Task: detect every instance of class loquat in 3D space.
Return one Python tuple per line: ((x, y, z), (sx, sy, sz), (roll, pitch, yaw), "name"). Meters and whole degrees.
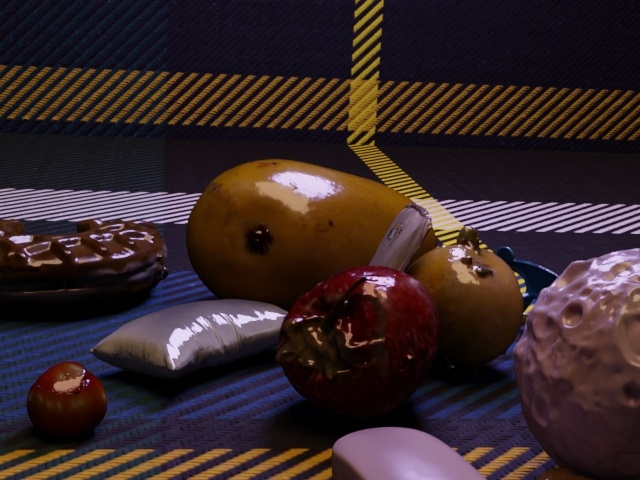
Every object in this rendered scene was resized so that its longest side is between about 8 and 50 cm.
((0.185, 0.079, 1.502), (0.172, 0.204, 0.149), (1, -13, 43), "loquat")

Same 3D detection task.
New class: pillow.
((-0.152, 0.126, 1.456), (0.144, 0.078, 0.254), (14, 17, 39), "pillow")
((0.082, 0.056, 1.522), (0.038, 0.232, 0.131), (28, 1, -14), "pillow")

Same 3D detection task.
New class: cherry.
((0.057, 0.112, 1.348), (0.175, 0.192, 0.250), (44, 21, 8), "cherry")

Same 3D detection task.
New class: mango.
((0.000, 0.000, 1.721), (0.300, 0.232, 0.446), (8, 4, 42), "mango")

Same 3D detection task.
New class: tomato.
((-0.280, 0.174, 1.242), (0.087, 0.075, 0.087), (3, 17, -1), "tomato")

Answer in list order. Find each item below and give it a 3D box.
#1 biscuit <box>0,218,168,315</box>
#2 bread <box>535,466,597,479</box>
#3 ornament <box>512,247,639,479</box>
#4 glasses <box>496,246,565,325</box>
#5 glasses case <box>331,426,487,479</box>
((-0.415, 0.034, 1.713), (0.366, 0.115, 0.268), (0, 14, -7), "biscuit")
((0.249, 0.255, 1.056), (0.113, 0.060, 0.082), (10, 14, 33), "bread")
((0.318, 0.138, 1.157), (0.225, 0.259, 0.259), (-32, -2, 26), "ornament")
((0.255, 0.116, 1.643), (0.207, 0.102, 0.239), (-31, 26, -16), "glasses")
((0.100, 0.245, 1.029), (0.113, 0.075, 0.297), (-3, 14, -19), "glasses case")
